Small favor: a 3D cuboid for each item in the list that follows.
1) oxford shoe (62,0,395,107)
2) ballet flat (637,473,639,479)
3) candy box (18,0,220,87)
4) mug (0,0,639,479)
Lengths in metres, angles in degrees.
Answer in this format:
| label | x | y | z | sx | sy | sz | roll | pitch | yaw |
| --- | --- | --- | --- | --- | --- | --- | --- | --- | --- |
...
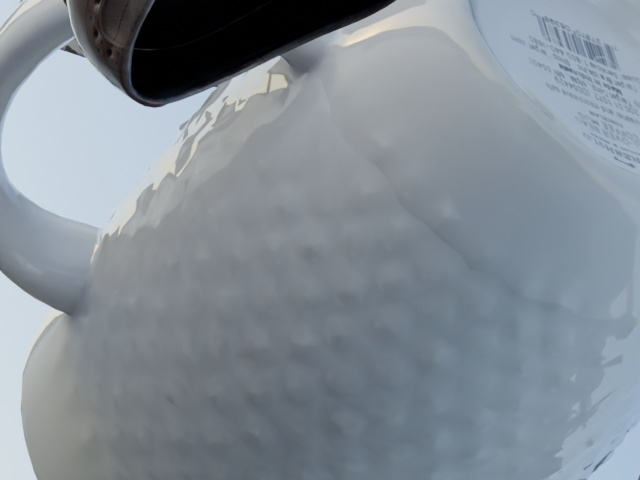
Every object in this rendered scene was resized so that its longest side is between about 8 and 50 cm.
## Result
| label | x | y | z | sx | sy | sz | roll | pitch | yaw |
| --- | --- | --- | --- | --- | --- | --- | --- | --- | --- |
| oxford shoe | 0.040 | -0.128 | 0.490 | 0.097 | 0.271 | 0.098 | 50 | 10 | -38 |
| ballet flat | 0.131 | 0.179 | 0.462 | 0.106 | 0.108 | 0.316 | -68 | 166 | -78 |
| candy box | -0.099 | -0.154 | 1.102 | 0.196 | 0.165 | 0.070 | 23 | -75 | 52 |
| mug | 0.000 | 0.000 | 0.771 | 0.374 | 0.276 | 0.328 | 27 | -52 | -17 |
